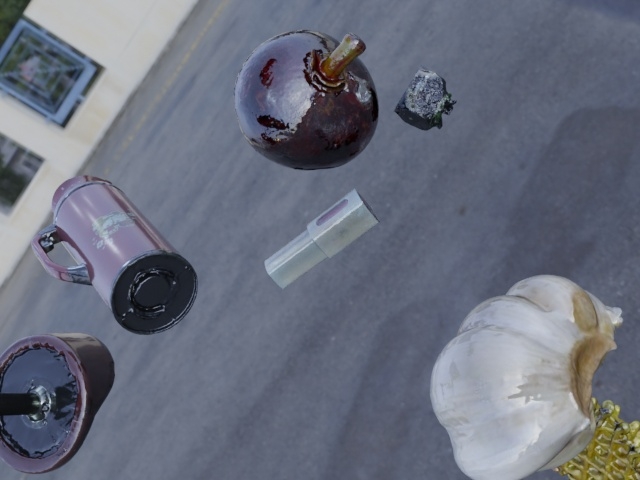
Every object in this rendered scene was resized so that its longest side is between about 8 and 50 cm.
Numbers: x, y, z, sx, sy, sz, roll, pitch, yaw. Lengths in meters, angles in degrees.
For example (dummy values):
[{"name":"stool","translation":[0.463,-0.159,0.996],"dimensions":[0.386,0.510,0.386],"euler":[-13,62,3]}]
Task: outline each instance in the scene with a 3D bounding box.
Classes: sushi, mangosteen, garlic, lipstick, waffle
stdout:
[{"name":"sushi","translation":[0.178,-0.229,1.494],"dimensions":[0.083,0.085,0.056],"euler":[-57,-5,-28]},{"name":"mangosteen","translation":[-0.008,-0.232,1.399],"dimensions":[0.261,0.236,0.235],"euler":[-45,23,55]},{"name":"garlic","translation":[0.223,0.160,1.073],"dimensions":[0.203,0.185,0.281],"euler":[-40,27,53]},{"name":"lipstick","translation":[0.000,0.000,1.889],"dimensions":[0.253,0.077,0.079],"euler":[-37,28,10]},{"name":"waffle","translation":[0.433,0.338,1.383],"dimensions":[0.051,0.231,0.229],"euler":[-32,3,-30]}]

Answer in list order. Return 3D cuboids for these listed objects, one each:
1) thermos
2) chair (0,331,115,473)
[{"name":"thermos","translation":[-0.285,0.008,1.179],"dimensions":[0.136,0.109,0.330],"euler":[-49,40,-2]},{"name":"chair","translation":[-0.485,0.233,1.286],"dimensions":[0.227,0.401,0.226],"euler":[-4,81,26]}]
